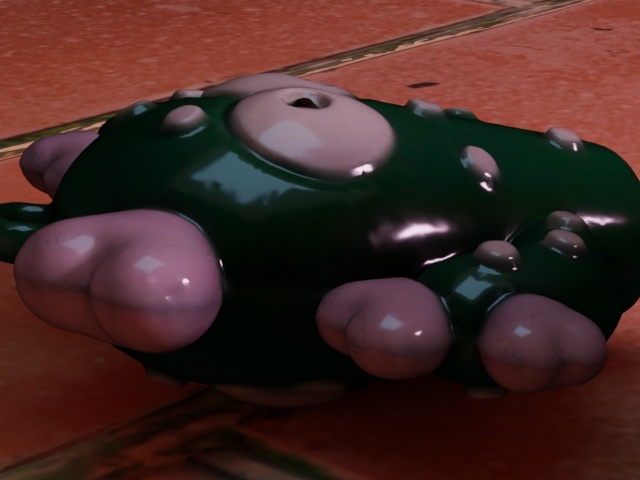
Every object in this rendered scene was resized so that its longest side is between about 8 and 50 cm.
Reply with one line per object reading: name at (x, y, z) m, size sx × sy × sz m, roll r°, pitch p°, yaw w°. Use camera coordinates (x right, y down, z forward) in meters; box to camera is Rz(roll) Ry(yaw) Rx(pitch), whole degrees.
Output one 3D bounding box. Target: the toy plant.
toy plant at (-0.003, -0.001, 0.693) m, size 0.243 × 0.112 × 0.232 m, roll 7°, pitch 14°, yaw 4°
